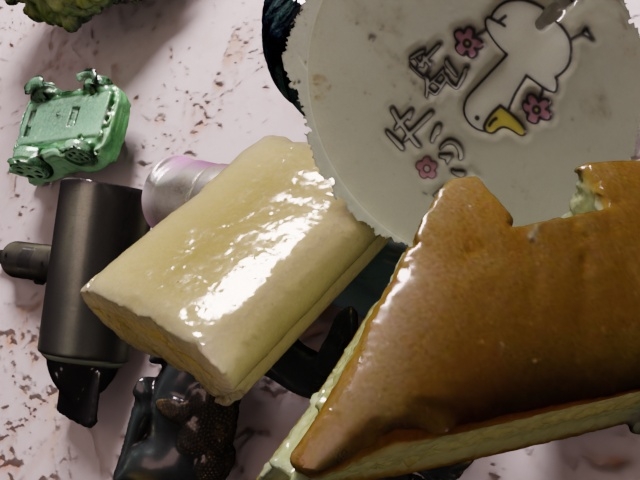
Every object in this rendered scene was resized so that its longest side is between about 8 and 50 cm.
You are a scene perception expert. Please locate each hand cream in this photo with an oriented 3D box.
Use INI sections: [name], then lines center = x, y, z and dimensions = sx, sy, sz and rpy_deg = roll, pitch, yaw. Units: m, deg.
[hand cream]
center = 0.000, 0.000, 0.594
dimensions = 0.312, 0.070, 0.111
rpy_deg = 14, 75, 33

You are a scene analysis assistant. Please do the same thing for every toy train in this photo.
[toy train]
center = -0.244, -0.102, 0.796
dimensions = 0.149, 0.081, 0.099
rpy_deg = -4, 66, 25

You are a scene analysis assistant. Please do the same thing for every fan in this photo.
[fan]
center = 0.159, -0.158, 0.529
dimensions = 0.414, 0.233, 0.012
rpy_deg = -43, 6, -13

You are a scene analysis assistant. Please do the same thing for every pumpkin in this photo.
[pumpkin]
center = 0.048, -0.166, 0.597
dimensions = 0.194, 0.150, 0.194
rpy_deg = 2, 60, -3

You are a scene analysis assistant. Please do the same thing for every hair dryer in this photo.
[hair dryer]
center = -0.244, 0.047, 0.737
dimensions = 0.248, 0.078, 0.196
rpy_deg = 4, 84, 50

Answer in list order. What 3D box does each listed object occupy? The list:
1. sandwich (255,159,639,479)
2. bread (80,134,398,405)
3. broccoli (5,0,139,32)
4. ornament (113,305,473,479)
[sandwich]
center = 0.079, 0.050, 0.412
dimensions = 0.235, 0.122, 0.128
rpy_deg = -6, 58, -20
[bread]
center = -0.042, 0.008, 0.514
dimensions = 0.139, 0.060, 0.178
rpy_deg = 22, 53, 37
[broccoli]
center = -0.247, -0.347, 0.802
dimensions = 0.248, 0.245, 0.288
rpy_deg = 40, 98, 29
[ornament]
center = -0.021, 0.131, 0.531
dimensions = 0.236, 0.080, 0.202
rpy_deg = 18, 90, 33
